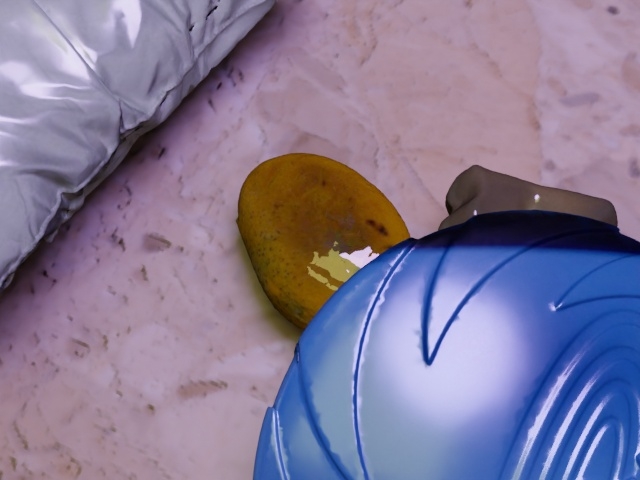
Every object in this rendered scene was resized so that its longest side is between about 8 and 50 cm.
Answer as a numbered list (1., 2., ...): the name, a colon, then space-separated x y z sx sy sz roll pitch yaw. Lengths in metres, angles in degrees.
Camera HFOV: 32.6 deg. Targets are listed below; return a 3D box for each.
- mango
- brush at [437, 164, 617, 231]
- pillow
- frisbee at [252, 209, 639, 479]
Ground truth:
1. mango: 0.000 0.000 0.548 0.079 0.057 0.114 -38 58 -9
2. brush: 0.072 0.110 0.482 0.084 0.071 0.301 11 70 7
3. pillow: -0.188 -0.119 0.578 0.283 0.138 0.310 28 66 17
4. frisbee: 0.093 0.105 0.441 0.242 0.045 0.242 2 81 -13
